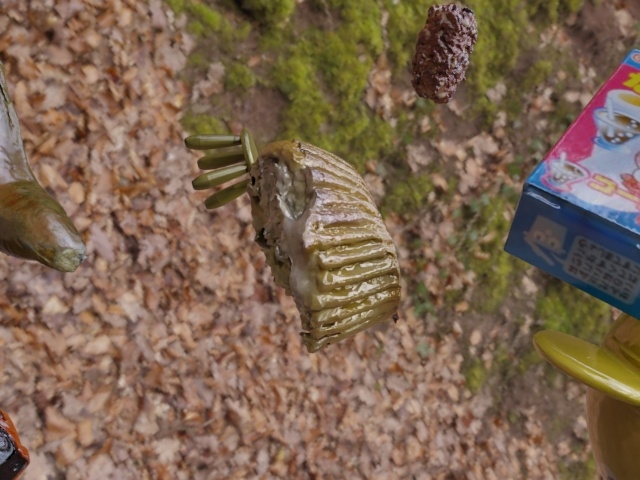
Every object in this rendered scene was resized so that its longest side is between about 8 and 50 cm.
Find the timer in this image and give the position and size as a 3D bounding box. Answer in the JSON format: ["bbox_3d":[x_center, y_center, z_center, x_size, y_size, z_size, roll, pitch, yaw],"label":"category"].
[{"bbox_3d":[0.432,0.191,0.879,0.387,0.376,0.376,4,53,-52],"label":"timer"}]

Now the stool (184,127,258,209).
[{"bbox_3d":[-0.161,-0.125,1.437,0.134,0.110,0.135,-95,171,-67],"label":"stool"}]

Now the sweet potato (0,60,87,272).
[{"bbox_3d":[-0.231,-0.058,0.593,0.062,0.081,0.233,-17,63,-34],"label":"sweet potato"}]

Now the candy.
[{"bbox_3d":[0.331,-0.071,0.878,0.157,0.306,0.100,28,-39,20],"label":"candy"}]

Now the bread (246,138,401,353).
[{"bbox_3d":[0.000,0.000,1.063,0.274,0.149,0.274,167,-90,-76],"label":"bread"}]

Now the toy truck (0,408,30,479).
[{"bbox_3d":[-0.354,0.131,0.635,0.252,0.107,0.114,43,-2,-34],"label":"toy truck"}]

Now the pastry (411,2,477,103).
[{"bbox_3d":[0.257,-0.393,1.777,0.115,0.208,0.097,28,19,30],"label":"pastry"}]
